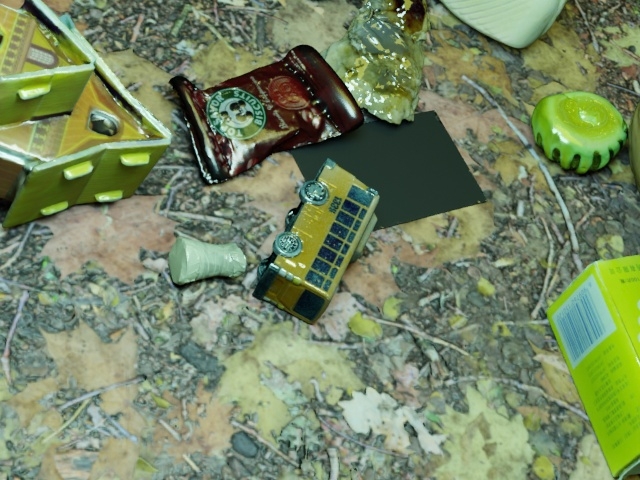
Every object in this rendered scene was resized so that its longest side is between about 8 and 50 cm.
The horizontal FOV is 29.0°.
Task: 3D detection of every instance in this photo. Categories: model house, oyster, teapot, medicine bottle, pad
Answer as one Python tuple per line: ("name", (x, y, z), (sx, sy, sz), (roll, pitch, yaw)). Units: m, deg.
("model house", (-0.316, -0.203, 1.410), (0.323, 0.300, 0.340), (20, 59, -19))
("oyster", (0.087, -0.275, 1.717), (0.161, 0.107, 0.233), (25, 54, -11))
("teapot", (-0.134, 0.023, 1.471), (0.083, 0.057, 0.067), (2, 28, -25))
("medicine bottle", (0.401, 0.152, 1.525), (0.137, 0.141, 0.250), (-3, 59, -26))
("pad", (0.090, -0.092, 1.654), (0.243, 0.004, 0.164), (-14, 64, -27))

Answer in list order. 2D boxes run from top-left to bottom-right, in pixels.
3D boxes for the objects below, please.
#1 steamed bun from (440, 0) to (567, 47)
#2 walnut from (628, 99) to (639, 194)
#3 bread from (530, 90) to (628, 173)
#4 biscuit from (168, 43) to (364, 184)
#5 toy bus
("steamed bun", (0.269, -0.408, 1.836), (0.238, 0.170, 0.152), (42, 35, 10))
("walnut", (0.576, -0.111, 1.690), (0.277, 0.252, 0.313), (-22, 80, -32))
("bread", (0.365, -0.154, 1.752), (0.139, 0.071, 0.130), (-31, 70, -33))
("biscuit", (-0.076, -0.171, 1.608), (0.235, 0.063, 0.151), (-21, 66, -27))
("toy bus", (0.000, 0.000, 1.504), (0.103, 0.091, 0.182), (29, 57, -2))
